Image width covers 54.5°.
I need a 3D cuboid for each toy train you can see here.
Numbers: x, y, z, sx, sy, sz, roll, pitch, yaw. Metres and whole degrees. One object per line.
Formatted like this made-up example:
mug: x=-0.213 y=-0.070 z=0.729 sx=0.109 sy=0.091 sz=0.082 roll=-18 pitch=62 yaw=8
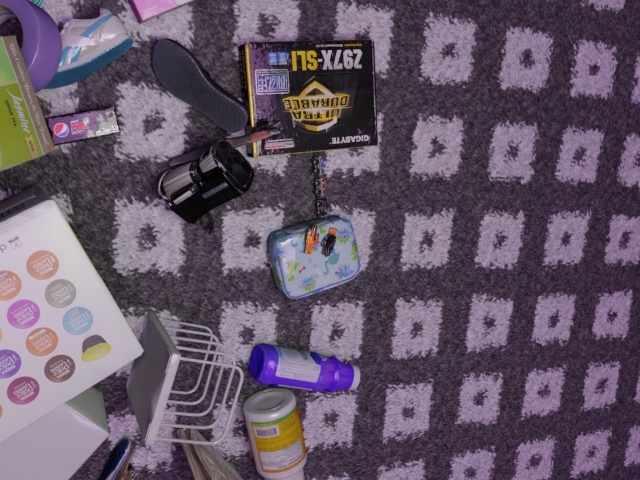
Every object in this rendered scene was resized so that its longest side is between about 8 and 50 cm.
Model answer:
toy train: x=0.000 y=-0.138 z=1.552 sx=0.036 sy=0.027 sz=0.158 roll=-11 pitch=105 yaw=-24

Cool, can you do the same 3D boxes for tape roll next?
tape roll: x=-0.595 y=-0.371 z=1.174 sx=0.189 sy=0.080 sz=0.189 roll=0 pitch=92 yaw=8

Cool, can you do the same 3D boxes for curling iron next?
curling iron: x=-0.210 y=-0.210 z=1.382 sx=0.274 sy=0.068 sz=0.035 roll=-19 pitch=104 yaw=10

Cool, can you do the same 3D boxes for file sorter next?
file sorter: x=-0.303 y=0.304 z=1.377 sx=0.173 sy=0.277 sz=0.193 roll=15 pitch=95 yaw=-27

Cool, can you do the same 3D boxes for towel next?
towel: x=-0.199 y=0.609 z=1.462 sx=0.053 sy=0.317 sz=0.332 roll=-38 pitch=114 yaw=-11

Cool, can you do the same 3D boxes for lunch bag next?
lunch bag: x=-0.017 y=0.042 z=1.546 sx=0.219 sy=0.090 sz=0.176 roll=-19 pitch=106 yaw=-19

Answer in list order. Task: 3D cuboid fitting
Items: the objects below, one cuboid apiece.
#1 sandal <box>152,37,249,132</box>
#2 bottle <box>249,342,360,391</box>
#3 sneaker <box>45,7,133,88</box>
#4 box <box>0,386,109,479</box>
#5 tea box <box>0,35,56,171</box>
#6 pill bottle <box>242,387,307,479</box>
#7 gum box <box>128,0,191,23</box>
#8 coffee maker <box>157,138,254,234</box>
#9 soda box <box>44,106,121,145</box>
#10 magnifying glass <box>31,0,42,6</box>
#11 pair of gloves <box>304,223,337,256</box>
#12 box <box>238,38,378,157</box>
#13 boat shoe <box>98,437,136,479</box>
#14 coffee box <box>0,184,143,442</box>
sandal: x=-0.267 y=-0.338 z=1.377 sx=0.097 sy=0.054 sz=0.254 roll=-39 pitch=108 yaw=24
bottle: x=-0.034 y=0.330 z=1.583 sx=0.283 sy=0.118 sz=0.092 roll=15 pitch=94 yaw=-24
sneaker: x=-0.502 y=-0.386 z=1.264 sx=0.228 sy=0.087 sz=0.092 roll=-33 pitch=93 yaw=-13
box: x=-0.632 y=0.447 z=1.301 sx=0.345 sy=0.215 sz=0.168 roll=-48 pitch=114 yaw=-7
tea box: x=-0.692 y=-0.187 z=1.016 sx=0.329 sy=0.323 sz=0.220 roll=-7 pitch=110 yaw=17
pill bottle: x=-0.109 y=0.513 z=1.579 sx=0.136 sy=0.136 sz=0.246 roll=-16 pitch=107 yaw=-20
gum box: x=-0.319 y=-0.547 z=1.312 sx=0.188 sy=0.062 sz=0.107 roll=-29 pitch=111 yaw=-15
coffee maker: x=-0.235 y=-0.119 z=1.370 sx=0.171 sy=0.178 sz=0.120 roll=33 pitch=43 yaw=-46
soda box: x=-0.510 y=-0.237 z=1.300 sx=0.169 sy=0.053 sz=0.060 roll=-16 pitch=106 yaw=-20
magnifying glass: x=-0.614 y=-0.560 z=1.206 sx=0.092 sy=0.026 sz=0.231 roll=-23 pitch=108 yaw=-17
pair of gloves: x=0.000 y=0.000 z=1.491 sx=0.083 sy=0.010 sz=0.074 roll=10 pitch=95 yaw=-29
box: x=-0.024 y=-0.338 z=1.474 sx=0.322 sy=0.079 sz=0.257 roll=-8 pitch=102 yaw=-21
boat shoe: x=-0.477 y=0.552 z=1.476 sx=0.066 sy=0.066 sz=0.183 roll=26 pitch=100 yaw=-30
coffee box: x=-0.589 y=0.126 z=1.169 sx=0.337 sy=0.338 sz=0.334 roll=-31 pitch=112 yaw=-21
